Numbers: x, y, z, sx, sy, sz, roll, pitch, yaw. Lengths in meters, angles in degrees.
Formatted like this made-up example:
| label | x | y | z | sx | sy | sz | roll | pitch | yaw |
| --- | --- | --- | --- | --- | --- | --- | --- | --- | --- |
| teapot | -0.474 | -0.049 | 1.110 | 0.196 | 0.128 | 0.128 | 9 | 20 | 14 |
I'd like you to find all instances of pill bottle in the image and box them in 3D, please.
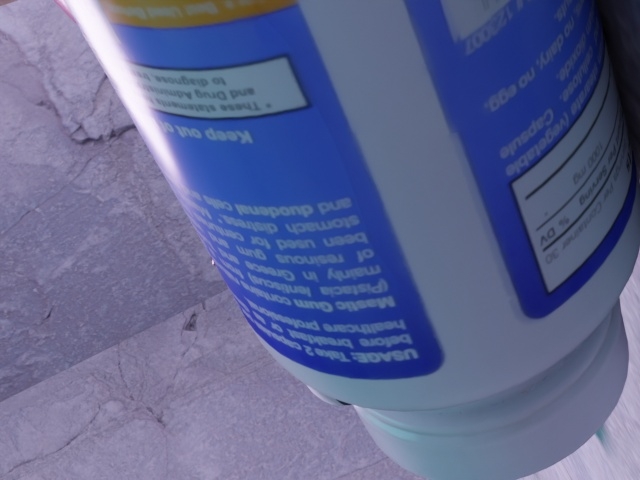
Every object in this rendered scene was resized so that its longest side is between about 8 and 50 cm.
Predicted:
| label | x | y | z | sx | sy | sz | roll | pitch | yaw |
| --- | --- | --- | --- | --- | --- | --- | --- | --- | --- |
| pill bottle | 0.024 | -0.039 | 0.454 | 0.272 | 0.152 | 0.152 | 65 | 179 | -40 |

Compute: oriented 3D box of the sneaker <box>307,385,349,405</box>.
| label | x | y | z | sx | sy | sz | roll | pitch | yaw |
| --- | --- | --- | --- | --- | --- | --- | --- | --- | --- |
| sneaker | 0.000 | 0.000 | 1.179 | 0.118 | 0.110 | 0.292 | -38 | -68 | -78 |

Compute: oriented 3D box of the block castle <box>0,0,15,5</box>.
| label | x | y | z | sx | sy | sz | roll | pitch | yaw |
| --- | --- | --- | --- | --- | --- | --- | --- | --- | --- |
| block castle | -0.245 | -0.398 | 1.001 | 0.453 | 0.303 | 0.212 | 63 | -177 | -69 |

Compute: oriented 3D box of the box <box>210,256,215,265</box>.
| label | x | y | z | sx | sy | sz | roll | pitch | yaw |
| --- | --- | --- | --- | --- | --- | --- | --- | --- | --- |
| box | -0.055 | -0.101 | 1.512 | 0.381 | 0.143 | 0.191 | -122 | 47 | -69 |

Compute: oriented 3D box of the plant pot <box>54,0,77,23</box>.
| label | x | y | z | sx | sy | sz | roll | pitch | yaw |
| --- | --- | --- | --- | --- | --- | --- | --- | --- | --- |
| plant pot | -0.064 | -0.186 | 0.908 | 0.180 | 0.201 | 0.201 | 46 | -175 | -18 |
